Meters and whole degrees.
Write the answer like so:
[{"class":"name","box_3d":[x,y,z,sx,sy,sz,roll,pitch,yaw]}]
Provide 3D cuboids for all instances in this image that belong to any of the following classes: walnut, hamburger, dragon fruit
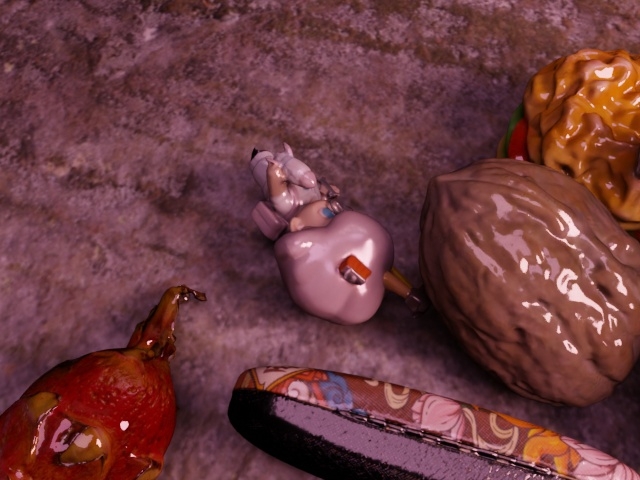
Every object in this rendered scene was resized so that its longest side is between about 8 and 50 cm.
[{"class":"walnut","box_3d":[0.176,0.026,0.498,0.230,0.178,0.178,44,68,-7]},{"class":"hamburger","box_3d":[0.302,-0.100,0.587,0.237,0.149,0.237,-1,61,1]},{"class":"dragon fruit","box_3d":[-0.170,0.125,0.491,0.125,0.125,0.246,39,43,-13]}]

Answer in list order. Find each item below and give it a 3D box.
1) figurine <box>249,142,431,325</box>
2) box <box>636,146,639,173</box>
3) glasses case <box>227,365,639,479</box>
[{"class":"figurine","box_3d":[0.000,0.000,0.554,0.112,0.137,0.229,-43,62,14]},{"class":"box","box_3d":[0.315,-0.069,0.479,0.098,0.045,0.062,17,79,-10]},{"class":"glasses case","box_3d":[0.083,0.167,0.456,0.320,0.122,0.082,14,64,7]}]
